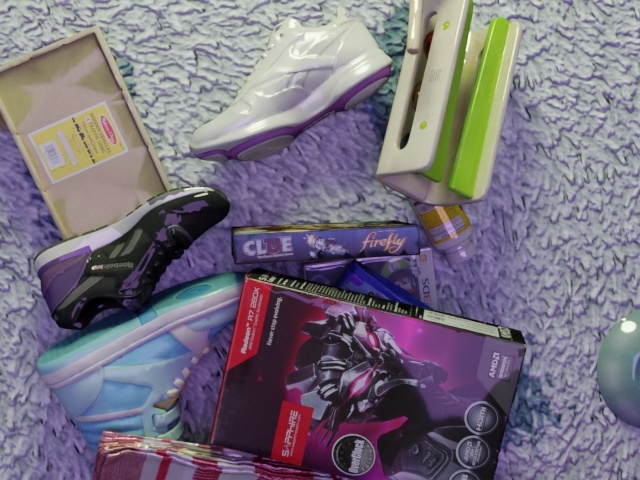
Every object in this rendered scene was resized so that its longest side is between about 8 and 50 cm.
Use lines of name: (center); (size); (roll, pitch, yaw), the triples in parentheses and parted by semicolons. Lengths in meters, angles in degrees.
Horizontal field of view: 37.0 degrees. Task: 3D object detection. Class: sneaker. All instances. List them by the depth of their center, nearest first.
sneaker: (-0.240, 0.033, 1.303); (0.283, 0.107, 0.124); (-26, 66, 3)
sneaker: (-0.205, 0.184, 1.332); (0.319, 0.127, 0.208); (-24, 103, -6)
sneaker: (-0.058, -0.215, 1.338); (0.305, 0.114, 0.152); (-30, 83, -8)

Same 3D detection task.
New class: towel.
towel: (-0.151, 0.365, 1.320); (0.329, 0.037, 0.237); (10, 132, -8)

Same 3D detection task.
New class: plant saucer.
plant saucer: (0.519, 0.197, 1.451); (0.195, 0.037, 0.194); (0, 93, -7)

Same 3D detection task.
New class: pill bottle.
pill bottle: (0.180, -0.025, 1.384); (0.065, 0.065, 0.116); (-28, 97, -4)

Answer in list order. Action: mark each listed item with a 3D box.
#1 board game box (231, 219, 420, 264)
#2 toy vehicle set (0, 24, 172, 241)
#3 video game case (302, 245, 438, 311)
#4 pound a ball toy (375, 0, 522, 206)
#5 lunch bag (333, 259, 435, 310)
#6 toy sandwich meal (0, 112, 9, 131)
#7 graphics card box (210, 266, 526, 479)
board game box: (0.000, 0.000, 1.316); (0.243, 0.165, 0.042); (-3, 94, -7)
toy vehicle set: (-0.325, -0.138, 1.313); (0.166, 0.035, 0.266); (-23, 105, -5)
video game case: (0.077, 0.105, 1.394); (0.191, 0.022, 0.173); (-8, 100, -6)
pound a ball toy: (0.142, -0.230, 1.294); (0.208, 0.136, 0.319); (23, 73, -36)
lunch bag: (0.084, 0.185, 1.343); (0.293, 0.138, 0.221); (34, 99, -5)
toy sandwich meal: (-0.412, -0.187, 1.326); (0.086, 0.029, 0.085); (0, 92, -9)
graphics card box: (0.059, 0.190, 1.244); (0.371, 0.094, 0.232); (14, 97, 4)
